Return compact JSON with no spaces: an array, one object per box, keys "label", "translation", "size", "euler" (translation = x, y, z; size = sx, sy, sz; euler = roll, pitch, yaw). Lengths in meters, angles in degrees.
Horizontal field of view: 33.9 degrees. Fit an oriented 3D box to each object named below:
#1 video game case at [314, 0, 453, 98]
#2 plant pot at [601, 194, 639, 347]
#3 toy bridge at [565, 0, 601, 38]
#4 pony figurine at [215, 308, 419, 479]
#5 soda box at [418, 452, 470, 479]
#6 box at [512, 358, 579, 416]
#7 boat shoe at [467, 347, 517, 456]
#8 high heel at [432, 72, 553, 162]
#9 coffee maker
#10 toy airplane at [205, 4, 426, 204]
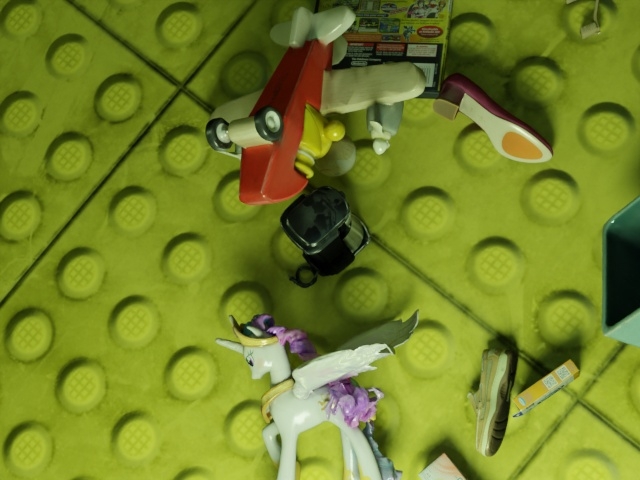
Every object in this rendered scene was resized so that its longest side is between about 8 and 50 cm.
[{"label":"video game case","translation":[0.116,-0.402,2.064],"size":[0.275,0.035,0.248],"euler":[4,77,16]},{"label":"plant pot","translation":[0.627,0.054,1.676],"size":[0.252,0.247,0.247],"euler":[27,48,-15]},{"label":"toy bridge","translation":[0.493,-0.469,1.988],"size":[0.063,0.026,0.188],"euler":[-21,72,7]},{"label":"pony figurine","translation":[0.010,0.272,1.814],"size":[0.351,0.303,0.363],"euler":[-16,87,19]},{"label":"soda box","translation":[0.249,0.452,1.793],"size":[0.063,0.058,0.183],"euler":[-41,69,1]},{"label":"box","translation":[0.380,0.256,1.798],"size":[0.136,0.081,0.028],"euler":[-34,70,3]},{"label":"boat shoe","translation":[0.290,0.280,1.830],"size":[0.072,0.068,0.190],"euler":[5,67,28]},{"label":"high heel","translation":[0.331,-0.232,1.958],"size":[0.244,0.082,0.117],"euler":[24,47,11]},{"label":"coffee maker","translation":[0.000,0.000,1.911],"size":[0.120,0.178,0.171],"euler":[23,82,20]},{"label":"toy airplane","translation":[-0.020,-0.240,1.938],"size":[0.384,0.272,0.386],"euler":[-38,34,3]}]
